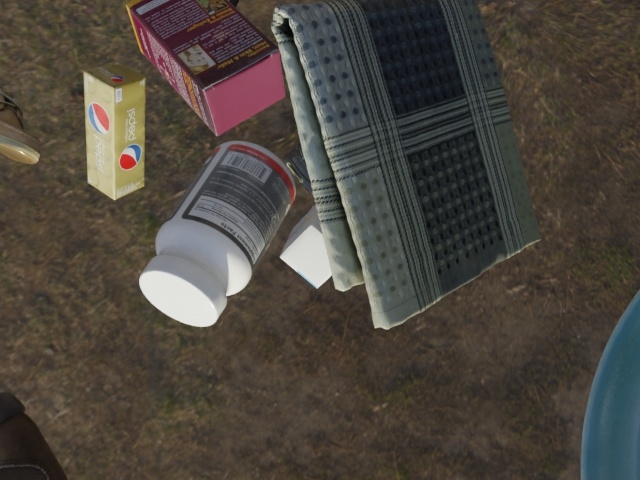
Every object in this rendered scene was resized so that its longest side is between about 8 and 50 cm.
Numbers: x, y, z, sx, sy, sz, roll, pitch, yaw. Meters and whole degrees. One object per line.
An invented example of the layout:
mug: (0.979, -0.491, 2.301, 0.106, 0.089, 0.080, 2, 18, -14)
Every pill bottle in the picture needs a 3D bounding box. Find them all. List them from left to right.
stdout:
pill bottle: (-0.210, -0.017, 1.564, 0.210, 0.363, 0.210, 18, 144, 13)

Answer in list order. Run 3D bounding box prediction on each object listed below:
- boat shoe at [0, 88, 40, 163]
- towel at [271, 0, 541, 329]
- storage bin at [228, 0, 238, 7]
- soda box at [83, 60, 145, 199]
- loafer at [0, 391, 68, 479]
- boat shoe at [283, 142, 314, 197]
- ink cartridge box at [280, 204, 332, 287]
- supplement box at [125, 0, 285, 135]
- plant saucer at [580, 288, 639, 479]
boat shoe: (-0.646, -0.250, 1.476, 0.341, 0.121, 0.110, 28, 82, 32)
towel: (0.104, -0.099, 0.800, 0.056, 0.312, 0.324, -10, 99, 47)
storage bin: (-0.213, -0.475, 1.443, 0.084, 0.122, 0.180, 33, 114, 6)
soda box: (-0.287, -0.151, 1.058, 0.061, 0.058, 0.181, 31, 131, 24)
loafer: (-0.353, 0.300, 0.625, 0.130, 0.134, 0.366, 39, 68, -1)
boat shoe: (0.019, -0.091, 1.443, 0.069, 0.081, 0.228, -27, 109, 29)
ink cartridge box: (0.000, 0.000, 1.375, 0.092, 0.143, 0.090, 41, 114, -10)
supplement box: (-0.138, -0.228, 0.911, 0.104, 0.081, 0.188, -33, 60, -16)
plant saucer: (0.289, 0.118, 0.350, 0.318, 0.044, 0.317, -3, 81, 22)
